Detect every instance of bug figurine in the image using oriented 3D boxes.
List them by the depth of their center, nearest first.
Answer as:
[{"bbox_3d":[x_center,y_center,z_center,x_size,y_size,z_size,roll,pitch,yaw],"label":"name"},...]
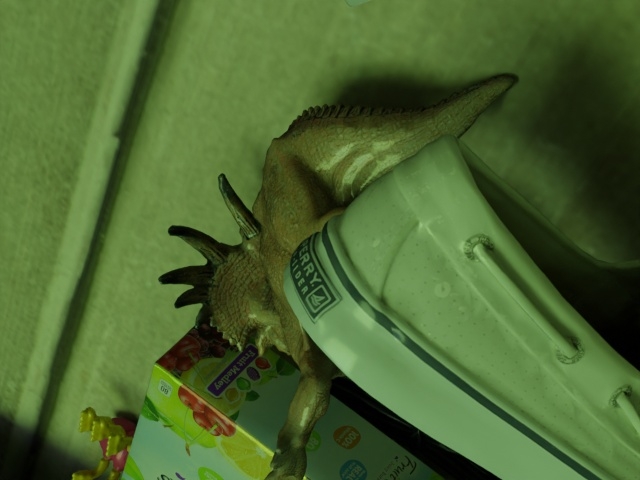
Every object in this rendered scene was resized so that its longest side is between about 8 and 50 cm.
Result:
[{"bbox_3d":[-0.127,0.252,1.333,0.216,0.072,0.279,39,129,31],"label":"bug figurine"}]

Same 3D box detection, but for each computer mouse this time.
[{"bbox_3d":[0.078,0.197,1.139,0.184,0.060,0.262,22,134,25],"label":"computer mouse"}]

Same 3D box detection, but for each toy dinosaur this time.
[{"bbox_3d":[0.000,0.000,0.948,0.200,0.127,0.295,56,142,37],"label":"toy dinosaur"}]

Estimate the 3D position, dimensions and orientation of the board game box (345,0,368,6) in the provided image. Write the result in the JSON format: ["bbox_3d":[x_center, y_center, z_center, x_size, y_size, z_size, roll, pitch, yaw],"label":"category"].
[{"bbox_3d":[0.015,-0.277,0.648,0.233,0.078,0.347,-11,120,50],"label":"board game box"}]

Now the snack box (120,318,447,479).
[{"bbox_3d":[-0.026,0.169,1.103,0.207,0.070,0.174,37,141,12],"label":"snack box"}]

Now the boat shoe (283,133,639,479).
[{"bbox_3d":[0.163,0.055,0.821,0.367,0.136,0.156,34,111,-28],"label":"boat shoe"}]
